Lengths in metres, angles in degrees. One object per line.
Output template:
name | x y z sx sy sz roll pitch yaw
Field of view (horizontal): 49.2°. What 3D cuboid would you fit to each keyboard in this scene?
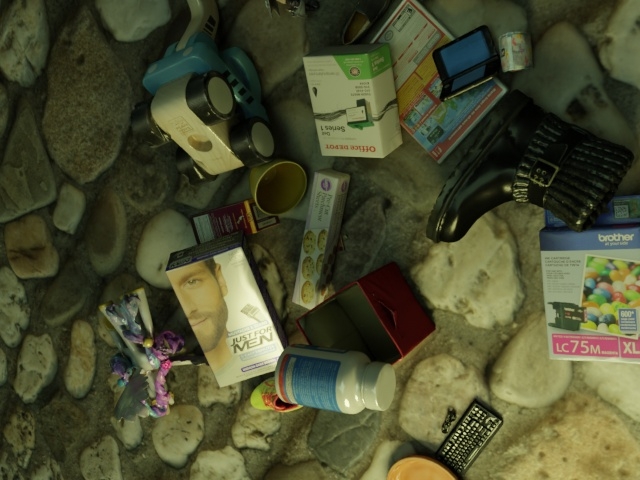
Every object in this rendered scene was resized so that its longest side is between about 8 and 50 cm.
keyboard | 0.314 0.431 1.547 0.108 0.023 0.180 37 116 19

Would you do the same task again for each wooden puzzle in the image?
wooden puzzle | 0.029 0.003 1.622 0.083 0.006 0.049 -12 95 32

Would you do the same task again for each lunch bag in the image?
lunch bag | 0.361 -0.350 1.298 0.053 0.083 0.071 -3 100 31

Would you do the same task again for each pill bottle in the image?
pill bottle | 0.030 0.277 1.390 0.221 0.124 0.124 2 103 31

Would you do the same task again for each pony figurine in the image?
pony figurine | -0.451 0.310 1.854 0.351 0.302 0.363 -18 96 64

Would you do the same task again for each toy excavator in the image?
toy excavator | -0.271 -0.416 1.590 0.222 0.445 0.433 -15 137 31

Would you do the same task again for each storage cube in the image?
storage cube | 0.103 0.182 1.512 0.215 0.193 0.184 -36 83 31

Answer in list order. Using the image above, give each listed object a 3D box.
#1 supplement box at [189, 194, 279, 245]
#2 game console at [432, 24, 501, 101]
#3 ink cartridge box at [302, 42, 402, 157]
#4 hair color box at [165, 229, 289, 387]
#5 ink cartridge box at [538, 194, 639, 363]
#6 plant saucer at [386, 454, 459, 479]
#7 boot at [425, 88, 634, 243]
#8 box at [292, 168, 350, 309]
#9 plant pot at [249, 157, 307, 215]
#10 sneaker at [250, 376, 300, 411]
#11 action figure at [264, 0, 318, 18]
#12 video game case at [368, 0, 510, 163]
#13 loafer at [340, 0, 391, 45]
supplement box | -0.209 -0.049 1.693 0.188 0.104 0.081 -13 96 33
game console | 0.273 -0.337 1.334 0.122 0.107 0.071 -22 118 32
ink cartridge box | 0.069 -0.286 1.442 0.160 0.092 0.219 7 121 34
hair color box | -0.211 0.164 1.644 0.185 0.110 0.339 -18 113 4
ink cartridge box | 0.518 0.076 1.321 0.185 0.065 0.311 -2 98 31
plant saucer | 0.247 0.582 1.608 0.200 0.037 0.200 10 108 30
boot | 0.380 -0.081 1.310 0.260 0.131 0.348 39 112 17
box | 0.000 0.000 1.596 0.067 0.063 0.324 20 111 24
plant pot | -0.113 -0.139 1.613 0.095 0.134 0.134 41 122 45
sneaker | -0.105 0.389 1.741 0.208 0.094 0.081 -20 93 34
action figure | -0.026 -0.569 1.473 0.285 0.099 0.185 -1 108 35
video game case | 0.214 -0.328 1.425 0.285 0.025 0.204 49 120 12
loafer | 0.098 -0.467 1.430 0.062 0.061 0.170 30 122 -7
